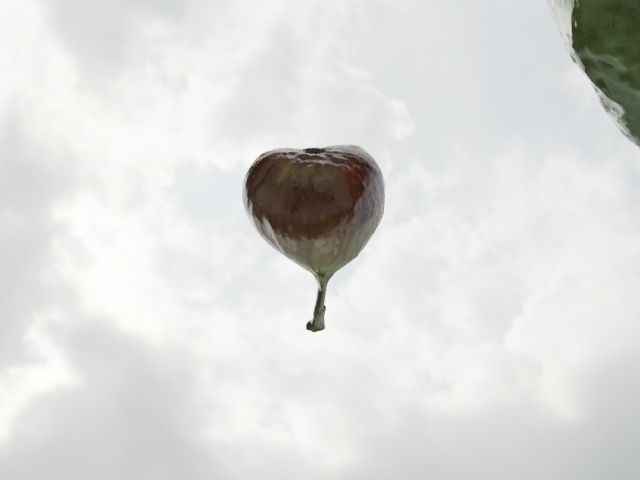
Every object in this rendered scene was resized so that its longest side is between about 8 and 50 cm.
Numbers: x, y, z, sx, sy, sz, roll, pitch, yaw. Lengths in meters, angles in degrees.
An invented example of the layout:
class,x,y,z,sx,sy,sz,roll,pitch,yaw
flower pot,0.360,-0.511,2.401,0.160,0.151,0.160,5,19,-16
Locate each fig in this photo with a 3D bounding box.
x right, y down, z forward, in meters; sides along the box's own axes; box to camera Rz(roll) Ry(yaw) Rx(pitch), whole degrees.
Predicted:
class,x,y,z,sx,sy,sz,roll,pitch,yaw
fig,-0.003,-0.016,1.298,0.160,0.230,0.143,-9,-128,-3

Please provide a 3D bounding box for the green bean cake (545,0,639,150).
class,x,y,z,sx,sy,sz,roll,pitch,yaw
green bean cake,0.229,-0.088,0.460,0.222,0.248,0.125,-28,-146,19
